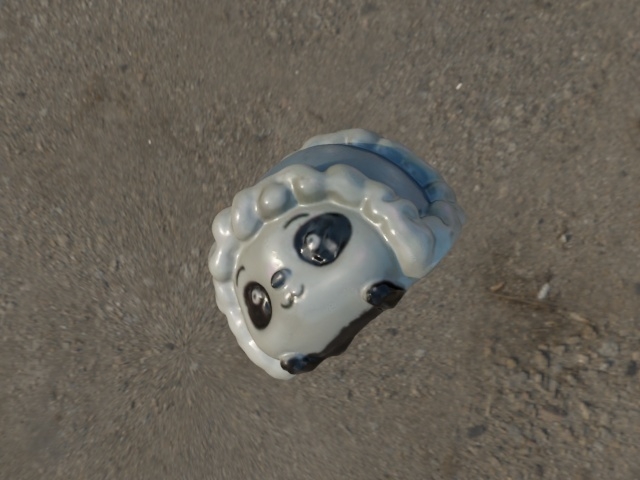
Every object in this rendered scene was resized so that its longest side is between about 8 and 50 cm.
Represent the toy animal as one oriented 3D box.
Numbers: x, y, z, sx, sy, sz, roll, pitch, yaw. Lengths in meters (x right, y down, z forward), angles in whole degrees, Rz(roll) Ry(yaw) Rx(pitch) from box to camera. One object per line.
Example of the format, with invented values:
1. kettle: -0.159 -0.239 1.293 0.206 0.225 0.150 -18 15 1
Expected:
1. toy animal: 0.000 0.000 0.743 0.156 0.204 0.208 48 117 -1
